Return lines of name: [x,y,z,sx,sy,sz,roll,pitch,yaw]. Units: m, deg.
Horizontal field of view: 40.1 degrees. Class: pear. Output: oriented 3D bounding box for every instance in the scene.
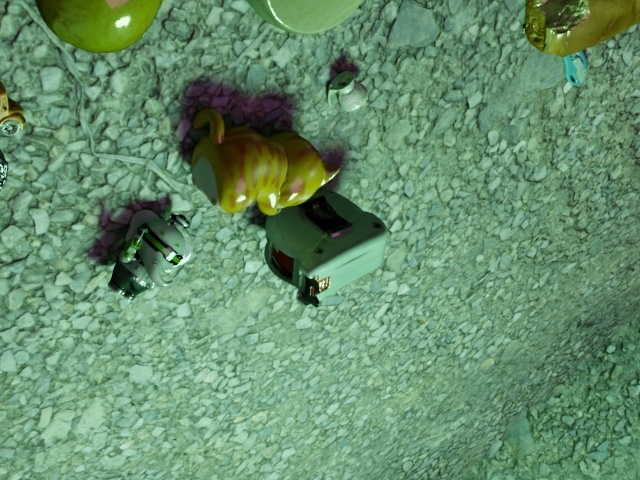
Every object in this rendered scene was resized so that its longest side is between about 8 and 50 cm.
pear: [-0.313,-0.365,1.250,0.200,0.200,0.200,-23,138,-23]

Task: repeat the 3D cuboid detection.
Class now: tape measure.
tape measure: [0.001,0.001,1.809,0.243,0.246,0.125,-26,141,-36]

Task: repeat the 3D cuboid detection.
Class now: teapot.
teapot: [0.047,-0.293,1.730,0.083,0.064,0.064,-18,138,20]

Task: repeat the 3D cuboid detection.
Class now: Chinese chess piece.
Chinese chess piece: [-0.019,-0.471,1.466,0.250,0.101,0.250,-23,138,-23]

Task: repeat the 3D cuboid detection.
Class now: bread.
bread: [0.611,-0.527,1.910,0.344,0.149,0.195,-28,137,-17]

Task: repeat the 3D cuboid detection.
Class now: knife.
knife: [0.591,-0.437,2.073,0.064,0.031,0.222,-44,141,5]

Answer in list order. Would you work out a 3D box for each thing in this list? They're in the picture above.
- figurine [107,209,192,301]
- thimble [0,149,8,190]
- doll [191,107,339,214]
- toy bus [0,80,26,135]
figurine: [-0.320,0.027,1.665,0.147,0.126,0.192,42,82,-33]
thimble: [-0.550,-0.106,1.383,0.104,0.066,0.095,-46,144,6]
doll: [-0.117,-0.135,1.654,0.269,0.167,0.162,5,124,-46]
toy bus: [-0.523,-0.206,1.311,0.162,0.069,0.074,-1,124,-39]
